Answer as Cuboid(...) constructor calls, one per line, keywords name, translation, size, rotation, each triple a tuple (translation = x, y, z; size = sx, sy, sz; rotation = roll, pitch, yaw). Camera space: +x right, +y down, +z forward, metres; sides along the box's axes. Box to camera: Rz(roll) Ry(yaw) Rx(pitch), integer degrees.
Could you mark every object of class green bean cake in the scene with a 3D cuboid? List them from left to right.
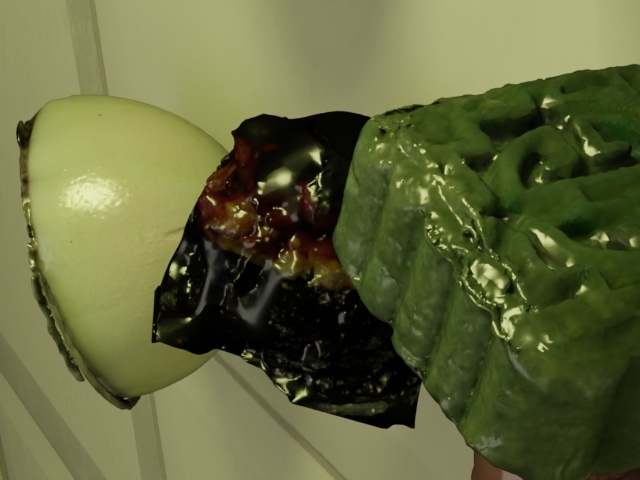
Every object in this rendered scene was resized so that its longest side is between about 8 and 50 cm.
Cuboid(name="green bean cake", translation=(0.118, 0.007, 0.696), size=(0.094, 0.185, 0.183), rotation=(99, 150, -42))

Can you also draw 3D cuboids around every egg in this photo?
Cuboid(name="egg", translation=(-0.130, -0.006, 1.337), size=(0.286, 0.174, 0.264), rotation=(-66, -40, -82))

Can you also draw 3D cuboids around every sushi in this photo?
Cuboid(name="sushi", translation=(0.000, 0.000, 1.004), size=(0.153, 0.172, 0.150), rotation=(-97, 27, -62))

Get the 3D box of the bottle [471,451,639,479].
Cuboid(name="bottle", translation=(0.140, 0.206, 0.871), size=(0.120, 0.120, 0.253), rotation=(-162, 60, -65))
